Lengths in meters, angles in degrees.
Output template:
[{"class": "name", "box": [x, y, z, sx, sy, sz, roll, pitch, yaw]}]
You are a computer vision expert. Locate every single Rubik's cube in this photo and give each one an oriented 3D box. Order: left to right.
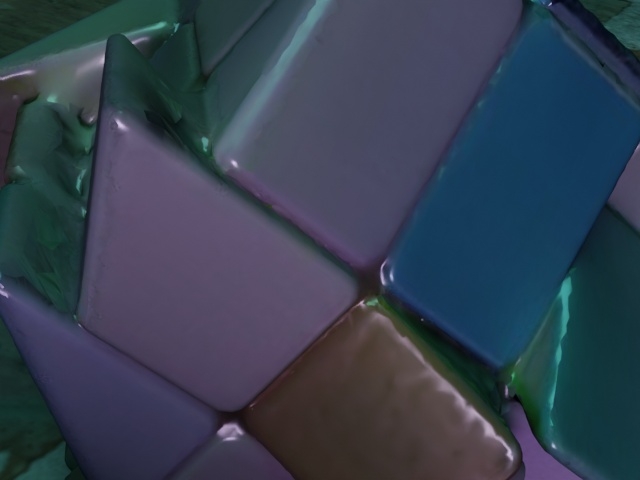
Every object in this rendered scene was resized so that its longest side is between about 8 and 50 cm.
[{"class": "Rubik's cube", "box": [0.000, 0.000, 0.626, 0.387, 0.368, 0.358, 37, 18, -24]}]
